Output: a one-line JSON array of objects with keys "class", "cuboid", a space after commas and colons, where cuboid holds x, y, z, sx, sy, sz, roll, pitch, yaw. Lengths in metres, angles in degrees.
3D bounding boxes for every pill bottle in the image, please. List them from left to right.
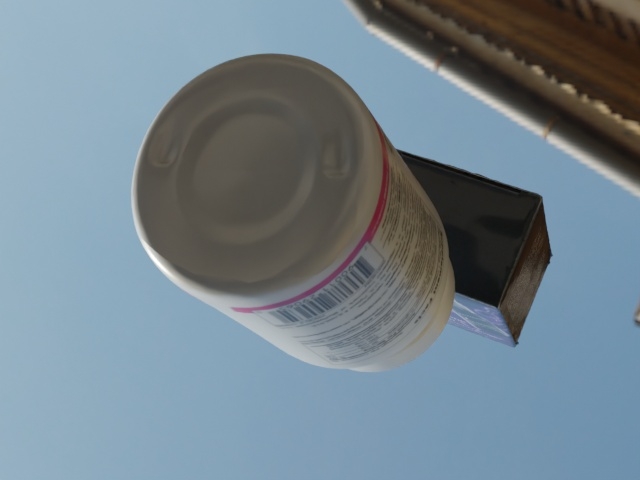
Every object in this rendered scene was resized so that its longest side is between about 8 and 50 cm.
[{"class": "pill bottle", "cuboid": [0.000, 0.000, 0.774, 0.160, 0.283, 0.160, -6, -110, 17]}]

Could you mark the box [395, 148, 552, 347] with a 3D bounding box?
[{"class": "box", "cuboid": [0.125, 0.011, 1.037, 0.153, 0.207, 0.108, 20, -99, 20]}]
